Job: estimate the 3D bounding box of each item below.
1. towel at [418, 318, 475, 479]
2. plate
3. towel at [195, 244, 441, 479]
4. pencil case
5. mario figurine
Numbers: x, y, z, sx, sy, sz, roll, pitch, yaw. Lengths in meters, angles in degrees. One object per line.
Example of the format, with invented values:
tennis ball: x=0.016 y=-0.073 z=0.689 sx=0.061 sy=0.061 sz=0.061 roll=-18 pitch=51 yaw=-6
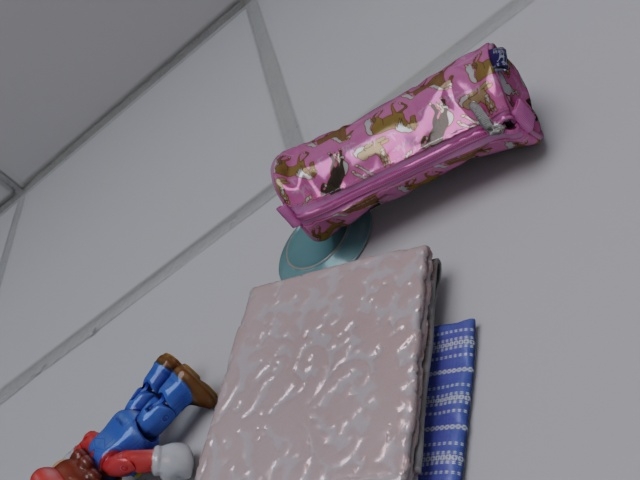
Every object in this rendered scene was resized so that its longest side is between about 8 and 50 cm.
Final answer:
towel: x=0.056 y=0.250 z=0.844 sx=0.243 sy=0.040 sz=0.336 roll=-16 pitch=44 yaw=35
plate: x=0.000 y=0.000 z=1.177 sx=0.188 sy=0.024 sz=0.188 roll=-28 pitch=38 yaw=25
towel: x=-0.003 y=0.171 z=0.920 sx=0.317 sy=0.053 sz=0.331 roll=-16 pitch=42 yaw=31
pencil case: x=0.116 y=-0.134 z=1.055 sx=0.386 sy=0.167 sz=0.160 roll=-24 pitch=75 yaw=22
mario figurine: x=-0.292 y=0.335 z=1.091 sx=0.320 sy=0.170 sz=0.198 roll=-46 pitch=-4 yaw=-19
